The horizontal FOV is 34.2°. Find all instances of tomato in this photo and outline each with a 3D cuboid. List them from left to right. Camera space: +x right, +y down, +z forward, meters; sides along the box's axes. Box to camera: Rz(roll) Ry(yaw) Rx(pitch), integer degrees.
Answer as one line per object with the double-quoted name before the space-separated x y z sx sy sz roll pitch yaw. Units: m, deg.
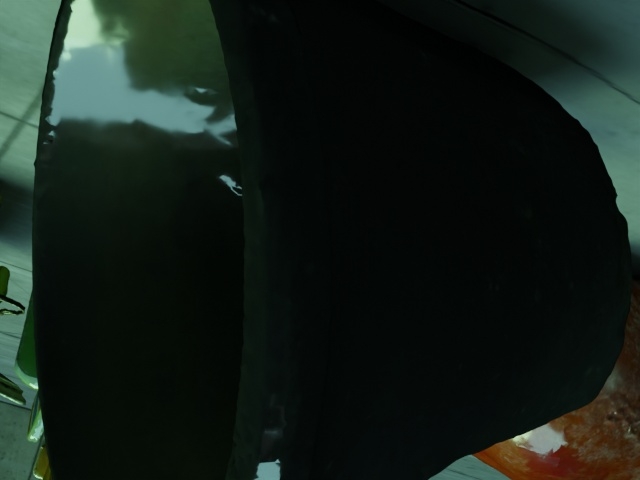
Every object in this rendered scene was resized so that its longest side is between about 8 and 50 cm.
"tomato" 0.201 0.121 0.898 0.232 0.189 0.232 14 160 5

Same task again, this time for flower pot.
"flower pot" 0.000 0.000 0.566 0.251 0.379 0.379 -1 169 -26

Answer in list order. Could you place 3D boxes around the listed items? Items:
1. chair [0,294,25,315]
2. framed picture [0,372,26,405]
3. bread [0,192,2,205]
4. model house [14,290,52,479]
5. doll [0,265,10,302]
"chair" -0.365 -0.043 0.831 0.325 0.170 0.160 2 139 25
"framed picture" -0.406 0.093 1.028 0.216 0.016 0.273 32 167 -22
"bread" -0.352 -0.049 1.020 0.088 0.034 0.049 3 145 17
"model house" -0.190 0.167 0.940 0.242 0.313 0.358 21 -158 -20
"doll" -0.507 0.010 1.129 0.346 0.099 0.341 8 160 45
